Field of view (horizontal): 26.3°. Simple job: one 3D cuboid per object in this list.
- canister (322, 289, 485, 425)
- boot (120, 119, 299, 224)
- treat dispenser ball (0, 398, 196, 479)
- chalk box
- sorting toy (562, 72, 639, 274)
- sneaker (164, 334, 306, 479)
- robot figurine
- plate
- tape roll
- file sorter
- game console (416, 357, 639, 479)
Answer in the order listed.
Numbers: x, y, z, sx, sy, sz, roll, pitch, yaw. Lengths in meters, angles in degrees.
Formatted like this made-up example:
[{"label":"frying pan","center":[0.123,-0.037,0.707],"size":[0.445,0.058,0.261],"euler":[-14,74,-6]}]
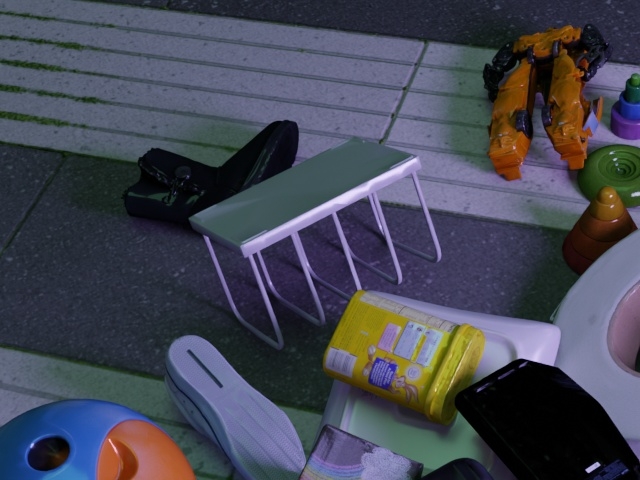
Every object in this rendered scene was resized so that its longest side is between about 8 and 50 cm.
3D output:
[{"label":"canister","center":[0.102,0.142,1.705],"size":[0.170,0.073,0.126],"euler":[20,72,24]},{"label":"boot","center":[-0.169,-0.114,2.116],"size":[0.207,0.094,0.246],"euler":[17,57,19]},{"label":"treat dispenser ball","center":[-0.276,0.325,1.567],"size":[0.288,0.288,0.288],"euler":[-4,45,4]},{"label":"chalk box","center":[0.018,0.349,1.592],"size":[0.132,0.132,0.213],"euler":[22,54,10]},{"label":"sorting toy","center":[0.437,-0.114,2.004],"size":[0.127,0.126,0.365],"euler":[8,48,16]},{"label":"sneaker","center":[-0.109,0.235,1.774],"size":[0.094,0.091,0.258],"euler":[-29,69,-26]},{"label":"robot figurine","center":[0.350,-0.225,2.137],"size":[0.211,0.085,0.291],"euler":[-9,43,26]},{"label":"plate","center":[0.139,0.203,1.732],"size":[0.278,0.045,0.277],"euler":[10,68,19]},{"label":"tape roll","center":[0.461,0.110,1.697],"size":[0.392,0.072,0.392],"euler":[-29,31,20]},{"label":"file sorter","center":[0.000,0.000,1.897],"size":[0.278,0.173,0.193],"euler":[-28,23,-18]},{"label":"game console","center":[0.176,0.275,1.551],"size":[0.361,0.044,0.213],"euler":[-26,51,-19]}]
